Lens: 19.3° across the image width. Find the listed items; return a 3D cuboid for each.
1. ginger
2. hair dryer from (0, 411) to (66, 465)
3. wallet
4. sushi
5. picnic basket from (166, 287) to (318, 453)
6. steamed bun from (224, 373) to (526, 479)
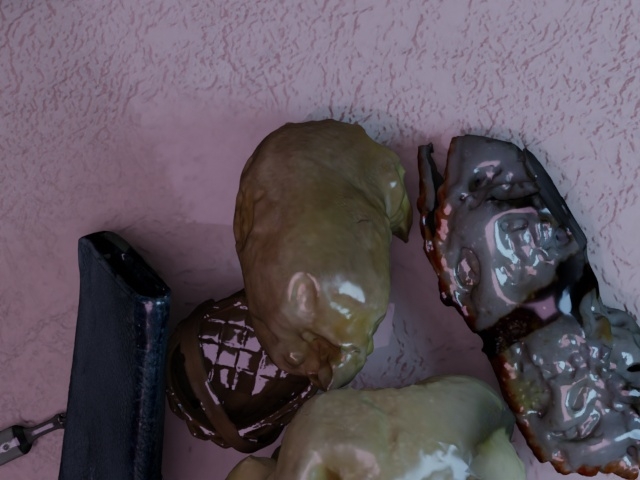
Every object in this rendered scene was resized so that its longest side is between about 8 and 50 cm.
[{"bbox_3d":[0.000,0.000,1.506,0.152,0.267,0.138,20,143,-7],"label":"ginger"},{"bbox_3d":[-0.315,0.193,1.705,0.198,0.057,0.100,-24,94,5],"label":"hair dryer"},{"bbox_3d":[-0.181,0.193,1.611,0.046,0.191,0.379,-1,107,-27],"label":"wallet"},{"bbox_3d":[0.184,0.057,1.542,0.130,0.124,0.332,-26,92,21],"label":"sushi"},{"bbox_3d":[-0.068,0.108,1.570,0.138,0.178,0.128,-31,93,14],"label":"picnic basket"},{"bbox_3d":[0.029,0.252,1.502,0.230,0.372,0.325,25,82,13],"label":"steamed bun"}]
